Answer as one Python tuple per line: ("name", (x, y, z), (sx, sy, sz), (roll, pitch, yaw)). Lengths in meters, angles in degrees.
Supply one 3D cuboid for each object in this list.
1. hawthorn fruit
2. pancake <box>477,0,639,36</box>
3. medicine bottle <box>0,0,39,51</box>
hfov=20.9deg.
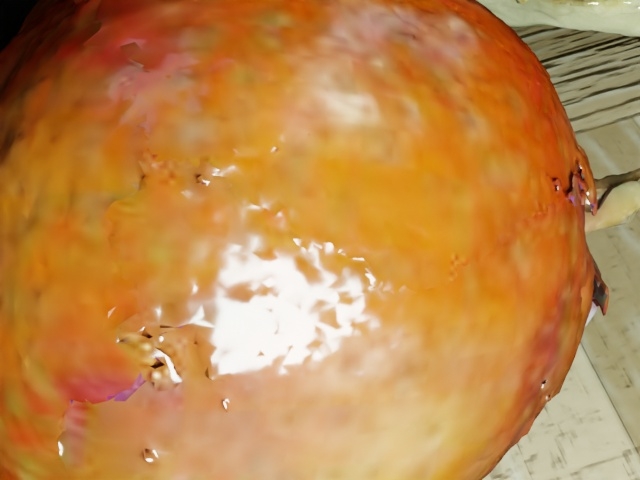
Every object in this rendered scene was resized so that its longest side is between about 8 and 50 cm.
("hawthorn fruit", (0.000, 0.000, 0.688), (0.307, 0.276, 0.276), (-7, 32, -12))
("pancake", (0.213, -0.215, 1.055), (0.387, 0.082, 0.387), (-11, 29, 6))
("medicine bottle", (-0.122, -0.187, 1.032), (0.242, 0.242, 0.395), (1, 25, 23))
